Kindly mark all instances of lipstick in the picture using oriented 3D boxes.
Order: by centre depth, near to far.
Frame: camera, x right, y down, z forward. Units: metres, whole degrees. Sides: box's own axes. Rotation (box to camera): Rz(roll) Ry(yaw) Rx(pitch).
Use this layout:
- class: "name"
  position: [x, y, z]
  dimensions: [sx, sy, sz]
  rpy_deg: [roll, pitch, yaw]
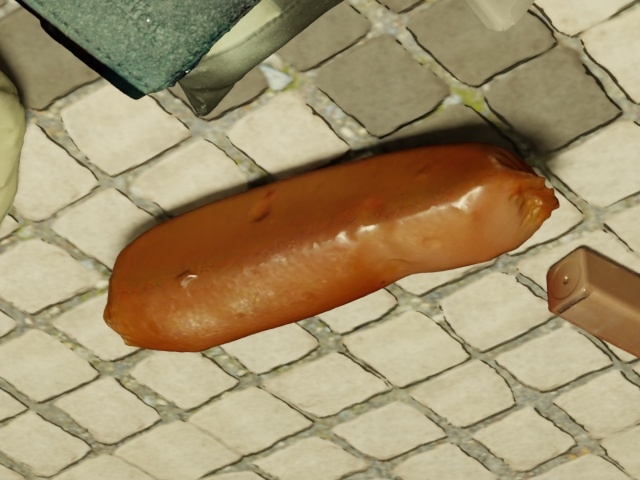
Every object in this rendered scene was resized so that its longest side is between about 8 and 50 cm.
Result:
- class: "lipstick"
  position: [0.239, 0.057, 1.470]
  dimensions: [0.145, 0.045, 0.045]
  rpy_deg: [26, 133, -29]

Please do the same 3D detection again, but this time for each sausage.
- class: "sausage"
  position: [0.000, 0.000, 1.371]
  dimensions: [0.348, 0.094, 0.097]
  rpy_deg: [-19, 150, 20]

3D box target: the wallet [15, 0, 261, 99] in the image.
- class: "wallet"
  position: [-0.017, -0.244, 1.001]
  dimensions: [0.379, 0.046, 0.190]
  rpy_deg: [-43, 128, 11]

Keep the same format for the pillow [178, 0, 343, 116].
- class: "pillow"
  position: [-0.071, -0.197, 1.117]
  dimensions: [0.186, 0.106, 0.250]
  rpy_deg: [-34, 132, 12]

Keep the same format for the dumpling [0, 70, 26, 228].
- class: "dumpling"
  position: [-0.364, 0.016, 1.316]
  dimensions: [0.395, 0.233, 0.315]
  rpy_deg: [-38, 156, -4]

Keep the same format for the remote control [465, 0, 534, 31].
- class: "remote control"
  position: [0.060, -0.223, 1.131]
  dimensions: [0.067, 0.029, 0.261]
  rpy_deg: [-50, 131, -7]
